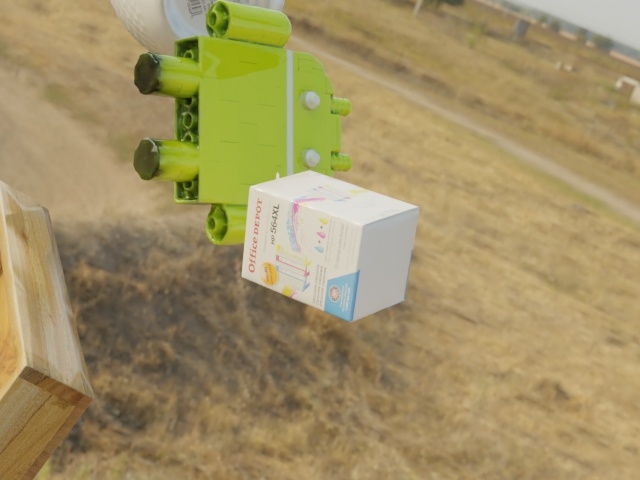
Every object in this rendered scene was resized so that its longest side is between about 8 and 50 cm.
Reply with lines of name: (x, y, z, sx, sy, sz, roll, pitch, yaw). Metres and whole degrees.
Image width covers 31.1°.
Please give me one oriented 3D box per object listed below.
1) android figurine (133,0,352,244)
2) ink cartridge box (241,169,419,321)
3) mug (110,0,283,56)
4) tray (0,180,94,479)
android figurine: (-0.069, -0.117, 1.188, 0.273, 0.248, 0.056, 3, -3, -43)
ink cartridge box: (0.000, 0.000, 1.028, 0.143, 0.092, 0.090, 19, 23, 32)
mug: (-0.191, -0.360, 1.802, 0.276, 0.374, 0.328, -3, 23, -14)
tray: (-0.327, 0.111, 1.112, 0.076, 0.203, 0.411, 33, 10, -29)
